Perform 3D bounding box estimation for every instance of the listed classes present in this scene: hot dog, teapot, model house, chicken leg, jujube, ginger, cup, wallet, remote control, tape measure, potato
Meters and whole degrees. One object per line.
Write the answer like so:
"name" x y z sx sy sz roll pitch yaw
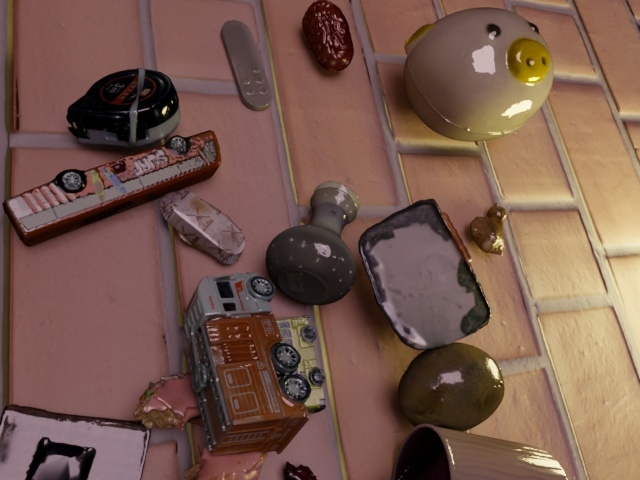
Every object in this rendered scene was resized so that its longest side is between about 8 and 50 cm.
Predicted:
"hot dog" -0.232 -0.030 1.124 0.192 0.053 0.099 35 48 -12
"teapot" 0.000 0.000 1.151 0.183 0.183 0.251 28 48 -9
"model house" 0.230 0.067 1.206 0.272 0.190 0.301 63 17 6
"chicken leg" -0.016 0.493 0.989 0.089 0.048 0.219 -19 76 -25
"jujube" 0.022 -0.503 1.401 0.109 0.112 0.176 -24 79 5
"ginger" 0.408 -0.034 1.386 0.096 0.067 0.165 29 47 -9
"cup" 0.284 0.494 1.020 0.273 0.208 0.289 13 62 -18
"wallet" -0.396 0.339 0.904 0.230 0.042 0.124 15 62 -20
"remote control" -0.175 -0.414 1.334 0.077 0.022 0.245 -10 72 -27
"tape measure" -0.371 -0.260 1.118 0.180 0.107 0.182 13 46 11
"potato" 0.260 0.292 1.121 0.235 0.178 0.160 11 44 -27

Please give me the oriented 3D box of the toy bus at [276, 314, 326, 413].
"toy bus" -0.052 0.238 1.064 0.101 0.088 0.175 -3 67 -22

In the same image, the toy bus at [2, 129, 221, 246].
"toy bus" -0.376 -0.110 1.080 0.408 0.093 0.092 -26 87 -28

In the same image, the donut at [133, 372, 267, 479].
"donut" -0.193 0.327 0.943 0.199 0.085 0.233 -4 51 -46

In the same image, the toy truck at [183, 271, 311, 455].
"toy truck" -0.142 0.199 0.961 0.162 0.136 0.305 4 45 -33

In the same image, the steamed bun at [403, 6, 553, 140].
"steamed bun" 0.387 -0.407 1.398 0.373 0.334 0.334 -16 74 -33
